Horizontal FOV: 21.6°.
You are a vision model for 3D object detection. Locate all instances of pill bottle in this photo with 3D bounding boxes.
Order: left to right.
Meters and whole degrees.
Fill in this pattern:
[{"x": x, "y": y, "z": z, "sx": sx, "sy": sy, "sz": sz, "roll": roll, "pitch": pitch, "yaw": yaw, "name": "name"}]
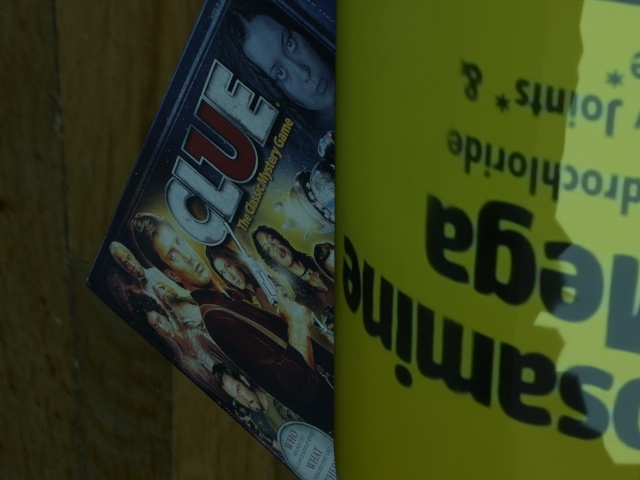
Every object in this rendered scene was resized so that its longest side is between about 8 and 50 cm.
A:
[{"x": 0.097, "y": 0.003, "z": 0.448, "sx": 0.188, "sy": 0.188, "sz": 0.334, "roll": 15, "pitch": 121, "yaw": 28, "name": "pill bottle"}]

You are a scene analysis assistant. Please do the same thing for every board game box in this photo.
[{"x": 0.000, "y": 0.000, "z": 0.688, "sx": 0.165, "sy": 0.042, "sz": 0.243, "roll": 41, "pitch": 143, "yaw": 8, "name": "board game box"}]
